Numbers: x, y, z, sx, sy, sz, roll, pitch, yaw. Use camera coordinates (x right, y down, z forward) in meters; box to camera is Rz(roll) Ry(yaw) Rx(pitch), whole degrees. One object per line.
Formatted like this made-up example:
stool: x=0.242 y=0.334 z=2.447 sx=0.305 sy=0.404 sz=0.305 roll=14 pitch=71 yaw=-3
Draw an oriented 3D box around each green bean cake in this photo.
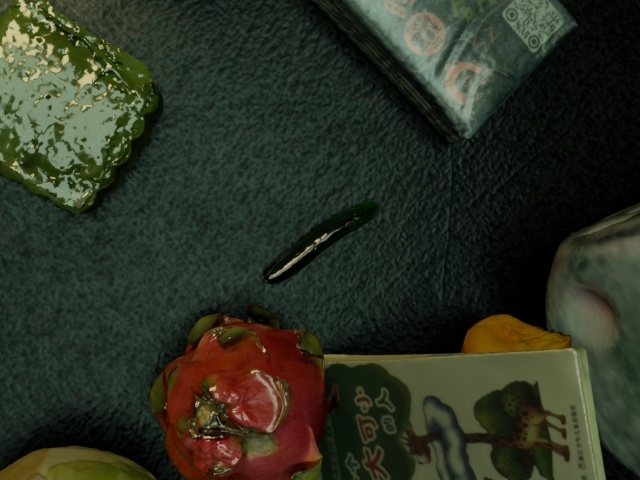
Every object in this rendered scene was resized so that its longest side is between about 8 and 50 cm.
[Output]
green bean cake: x=-0.311 y=-0.154 z=0.954 sx=0.214 sy=0.113 sz=0.200 roll=30 pitch=84 yaw=-10

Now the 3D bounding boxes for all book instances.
book: x=0.144 y=0.257 z=0.943 sx=0.043 sy=0.371 sz=0.260 roll=-10 pitch=90 yaw=-53

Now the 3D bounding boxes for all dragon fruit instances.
dragon fruit: x=-0.089 y=0.188 z=0.945 sx=0.224 sy=0.227 sz=0.224 roll=2 pitch=82 yaw=-14

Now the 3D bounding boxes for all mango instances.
mango: x=0.246 y=0.232 z=1.014 sx=0.138 sy=0.187 sz=0.256 roll=-15 pitch=109 yaw=-12

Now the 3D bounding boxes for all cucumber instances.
cucumber: x=0.000 y=0.000 z=1.053 sx=0.184 sy=0.033 sz=0.036 roll=-35 pitch=71 yaw=-9

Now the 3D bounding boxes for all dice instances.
dice: x=0.496 y=0.088 z=0.956 sx=0.328 sy=0.330 sz=0.348 roll=-22 pitch=93 yaw=-30

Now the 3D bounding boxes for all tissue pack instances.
tissue pack: x=0.151 y=-0.315 z=1.047 sx=0.315 sy=0.103 sz=0.228 roll=46 pitch=81 yaw=-8

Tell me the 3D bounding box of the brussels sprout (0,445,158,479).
brussels sprout: x=-0.283 y=0.366 z=0.909 sx=0.259 sy=0.227 sz=0.294 roll=-32 pitch=120 yaw=-16
